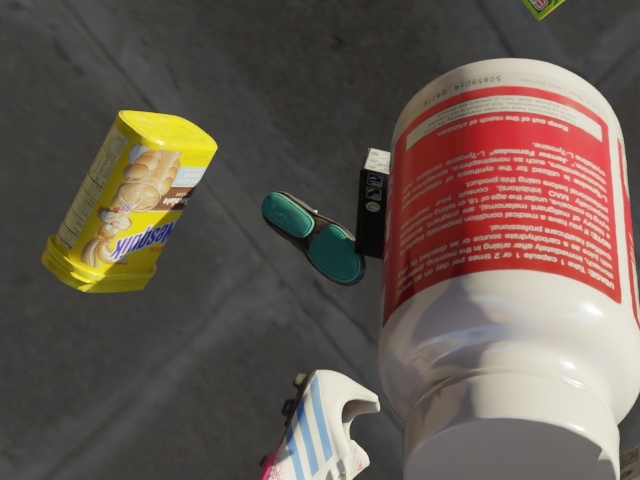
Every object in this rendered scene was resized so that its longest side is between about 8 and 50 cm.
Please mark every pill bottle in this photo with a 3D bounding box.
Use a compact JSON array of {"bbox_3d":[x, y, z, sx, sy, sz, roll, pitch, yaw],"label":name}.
[{"bbox_3d":[0.168,0.046,1.282,0.229,0.407,0.229,3,136,3],"label":"pill bottle"}]

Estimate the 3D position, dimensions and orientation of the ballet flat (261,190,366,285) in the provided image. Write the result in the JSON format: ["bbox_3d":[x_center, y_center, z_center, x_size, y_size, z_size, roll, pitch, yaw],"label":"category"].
[{"bbox_3d":[0.000,0.000,2.003,0.074,0.203,0.074,-33,145,-27],"label":"ballet flat"}]

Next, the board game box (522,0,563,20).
[{"bbox_3d":[0.306,-0.324,1.621,0.181,0.092,0.043,-39,92,16],"label":"board game box"}]

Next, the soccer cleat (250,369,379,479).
[{"bbox_3d":[-0.016,0.342,2.064,0.116,0.143,0.331,75,34,-66],"label":"soccer cleat"}]

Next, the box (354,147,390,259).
[{"bbox_3d":[0.142,-0.028,1.856,0.191,0.045,0.184,14,142,8],"label":"box"}]

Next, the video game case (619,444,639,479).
[{"bbox_3d":[0.342,0.302,1.759,0.157,0.143,0.019,-31,90,15],"label":"video game case"}]

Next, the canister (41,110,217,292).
[{"bbox_3d":[-0.185,-0.038,1.402,0.126,0.073,0.170,-1,125,-58],"label":"canister"}]
